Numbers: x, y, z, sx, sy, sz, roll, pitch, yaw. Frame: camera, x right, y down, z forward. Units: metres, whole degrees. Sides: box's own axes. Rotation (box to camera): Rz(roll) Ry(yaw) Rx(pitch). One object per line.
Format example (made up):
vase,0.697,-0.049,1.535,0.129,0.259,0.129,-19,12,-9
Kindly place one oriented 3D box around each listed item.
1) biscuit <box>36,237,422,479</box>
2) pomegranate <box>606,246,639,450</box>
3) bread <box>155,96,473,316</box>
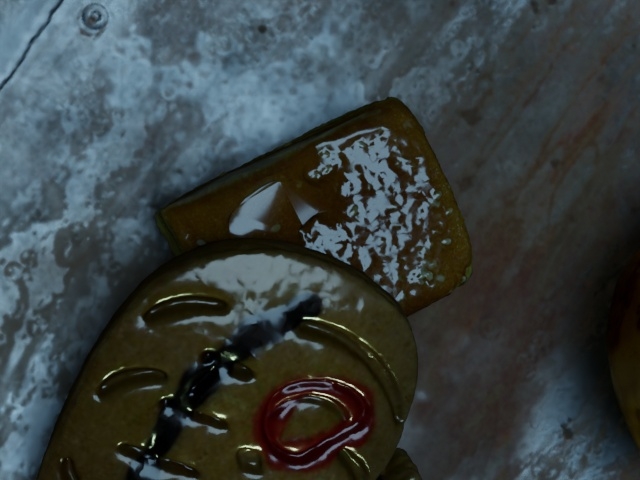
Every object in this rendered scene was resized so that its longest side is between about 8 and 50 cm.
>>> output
biscuit,-0.062,0.180,1.416,0.314,0.063,0.367,23,105,-16
pomegranate,0.412,0.092,1.498,0.319,0.319,0.319,0,90,-16
bread,0.000,0.000,1.470,0.234,0.110,0.184,-28,99,-14
